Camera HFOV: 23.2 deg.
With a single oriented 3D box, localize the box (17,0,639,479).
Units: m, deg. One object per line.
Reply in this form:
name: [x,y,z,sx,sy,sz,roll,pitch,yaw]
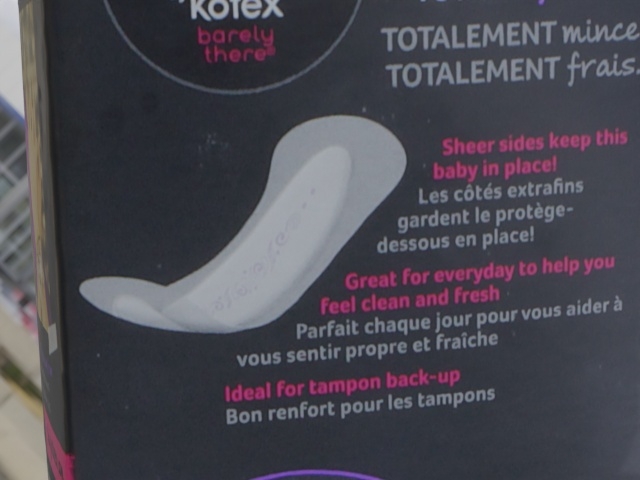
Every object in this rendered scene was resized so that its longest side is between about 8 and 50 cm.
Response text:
box: [0.000,0.000,0.455,0.143,0.165,0.270,-137,-135,-72]
